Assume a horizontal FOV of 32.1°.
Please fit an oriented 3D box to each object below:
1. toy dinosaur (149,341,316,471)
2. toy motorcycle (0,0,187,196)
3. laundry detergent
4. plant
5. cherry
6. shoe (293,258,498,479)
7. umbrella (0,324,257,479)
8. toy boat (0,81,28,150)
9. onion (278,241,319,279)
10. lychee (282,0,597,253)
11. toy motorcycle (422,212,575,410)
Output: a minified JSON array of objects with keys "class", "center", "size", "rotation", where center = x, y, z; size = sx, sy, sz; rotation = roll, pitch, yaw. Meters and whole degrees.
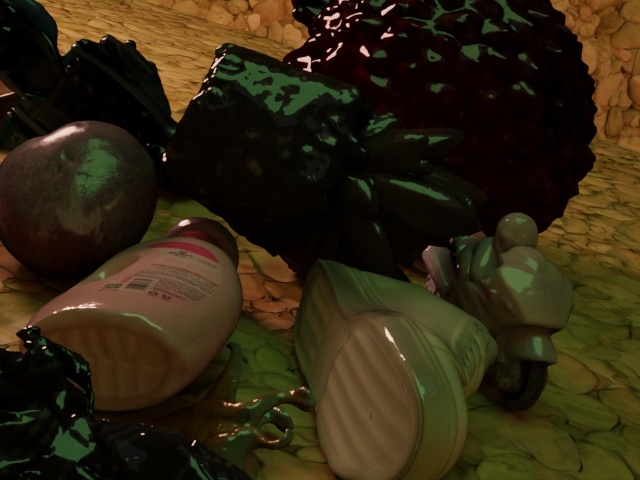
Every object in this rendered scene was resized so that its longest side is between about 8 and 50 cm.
[{"class":"toy dinosaur","center":[-0.083,0.146,0.843],"size":[0.142,0.057,0.212],"rotation":[-15,17,-23]},{"class":"toy motorcycle","center":[-0.318,-0.204,1.424],"size":[0.416,0.172,0.232],"rotation":[34,17,-37]},{"class":"laundry detergent","center":[-0.145,0.052,1.001],"size":[0.158,0.088,0.335],"rotation":[5,14,6]},{"class":"plant","center":[0.007,-0.071,1.150],"size":[0.320,0.194,0.181],"rotation":[29,-20,-9]},{"class":"cherry","center":[-0.239,-0.037,1.101],"size":[0.176,0.140,0.176],"rotation":[-10,45,10]},{"class":"shoe","center":[0.084,0.115,0.932],"size":[0.160,0.132,0.363],"rotation":[13,12,-14]},{"class":"umbrella","center":[-0.139,0.143,0.660],"size":[0.336,0.128,0.154],"rotation":[24,18,16]},{"class":"toy boat","center":[-0.437,-0.208,1.584],"size":[0.108,0.099,0.293],"rotation":[-15,23,-7]},{"class":"onion","center":[0.000,0.000,1.279],"size":[0.107,0.097,0.107],"rotation":[20,-4,1]},{"class":"lychee","center":[0.136,-0.198,1.508],"size":[0.500,0.425,0.424],"rotation":[42,24,12]},{"class":"toy motorcycle","center":[0.182,0.052,1.134],"size":[0.110,0.171,0.260],"rotation":[10,20,-19]}]
